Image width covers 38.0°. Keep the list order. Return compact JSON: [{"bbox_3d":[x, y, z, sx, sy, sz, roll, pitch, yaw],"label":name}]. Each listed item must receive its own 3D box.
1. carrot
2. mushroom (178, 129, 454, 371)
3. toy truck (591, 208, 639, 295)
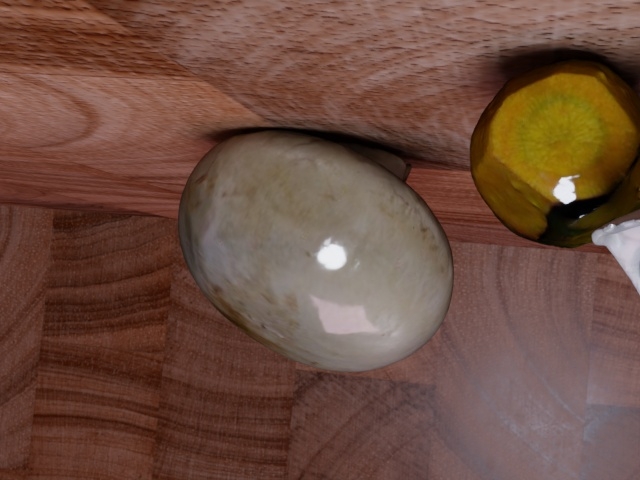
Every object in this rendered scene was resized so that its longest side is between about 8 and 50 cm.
[{"bbox_3d":[0.115,-0.036,0.436,0.082,0.082,0.173,5,178,13],"label":"carrot"},{"bbox_3d":[0.000,0.000,0.722,0.226,0.178,0.226,19,151,11],"label":"mushroom"},{"bbox_3d":[0.229,0.009,0.382,0.136,0.111,0.286,-23,166,41],"label":"toy truck"}]
